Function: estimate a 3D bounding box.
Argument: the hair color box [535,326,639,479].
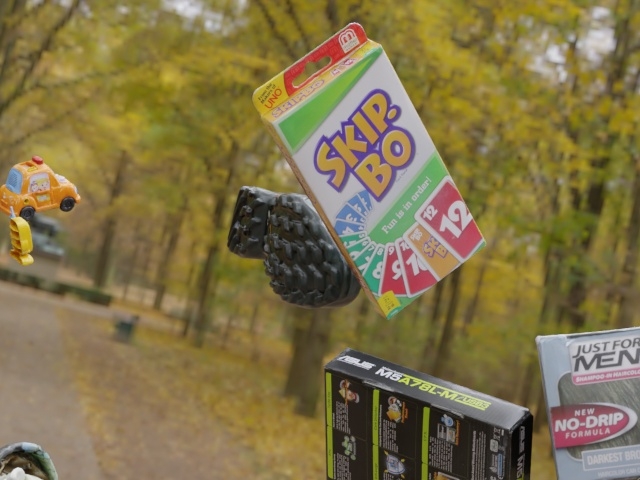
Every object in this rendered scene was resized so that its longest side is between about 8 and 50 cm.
[{"bbox_3d":[0.286,0.142,1.189,0.185,0.113,0.374,-9,-13,10],"label":"hair color box"}]

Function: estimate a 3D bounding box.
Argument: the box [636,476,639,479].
[{"bbox_3d":[0.212,0.110,0.465,0.103,0.184,0.261,-20,-23,-38],"label":"box"}]

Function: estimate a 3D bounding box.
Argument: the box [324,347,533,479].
[{"bbox_3d":[0.089,0.205,1.246,0.184,0.190,0.045,17,31,34],"label":"box"}]

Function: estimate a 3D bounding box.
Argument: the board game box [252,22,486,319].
[{"bbox_3d":[0.048,-0.062,1.335,0.259,0.124,0.039,58,-11,-26],"label":"board game box"}]

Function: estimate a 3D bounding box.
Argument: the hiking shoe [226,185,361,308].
[{"bbox_3d":[0.000,0.000,1.607,0.132,0.113,0.304,7,13,-22],"label":"hiking shoe"}]

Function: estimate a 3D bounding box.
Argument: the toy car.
[{"bbox_3d":[-0.191,-0.026,1.003,0.060,0.040,0.122,-7,23,-16],"label":"toy car"}]

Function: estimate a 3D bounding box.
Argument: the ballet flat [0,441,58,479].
[{"bbox_3d":[-0.112,0.155,0.578,0.070,0.070,0.188,17,31,-41],"label":"ballet flat"}]
